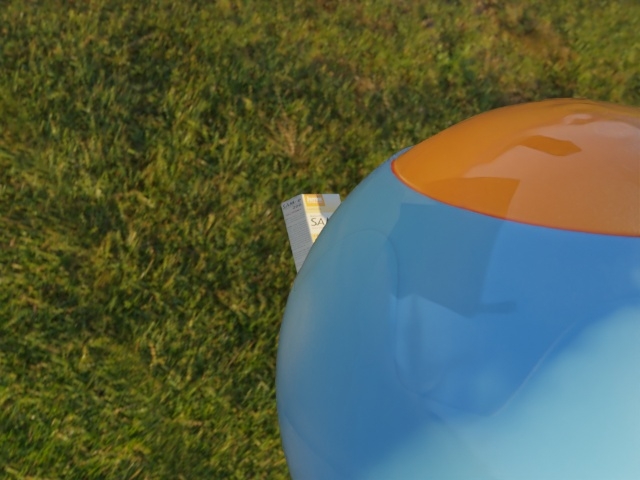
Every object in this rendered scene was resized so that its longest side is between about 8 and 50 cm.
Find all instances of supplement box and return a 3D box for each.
[{"bbox_3d":[0.000,0.000,0.946,0.062,0.036,0.098,-4,77,-47],"label":"supplement box"}]

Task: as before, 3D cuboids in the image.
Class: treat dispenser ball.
[{"bbox_3d":[0.121,0.073,0.446,0.288,0.288,0.288,15,53,-20],"label":"treat dispenser ball"}]
